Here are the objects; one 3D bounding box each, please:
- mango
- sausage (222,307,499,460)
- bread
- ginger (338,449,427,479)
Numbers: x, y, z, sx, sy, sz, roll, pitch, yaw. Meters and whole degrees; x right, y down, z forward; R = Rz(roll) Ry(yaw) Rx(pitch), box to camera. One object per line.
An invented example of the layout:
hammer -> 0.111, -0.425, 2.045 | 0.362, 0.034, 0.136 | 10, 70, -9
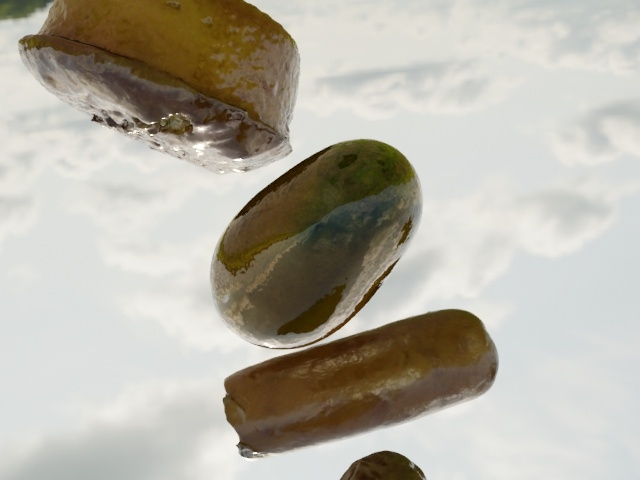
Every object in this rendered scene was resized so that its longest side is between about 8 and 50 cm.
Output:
mango -> 0.002, -0.001, 0.977 | 0.221, 0.120, 0.151 | -45, 174, 37
sausage -> 0.039, 0.137, 1.231 | 0.270, 0.109, 0.109 | -16, -168, 1
bread -> -0.160, -0.183, 1.359 | 0.312, 0.172, 0.312 | 22, 176, 1
ginger -> 0.032, 0.339, 1.046 | 0.165, 0.321, 0.172 | 10, -157, -34
